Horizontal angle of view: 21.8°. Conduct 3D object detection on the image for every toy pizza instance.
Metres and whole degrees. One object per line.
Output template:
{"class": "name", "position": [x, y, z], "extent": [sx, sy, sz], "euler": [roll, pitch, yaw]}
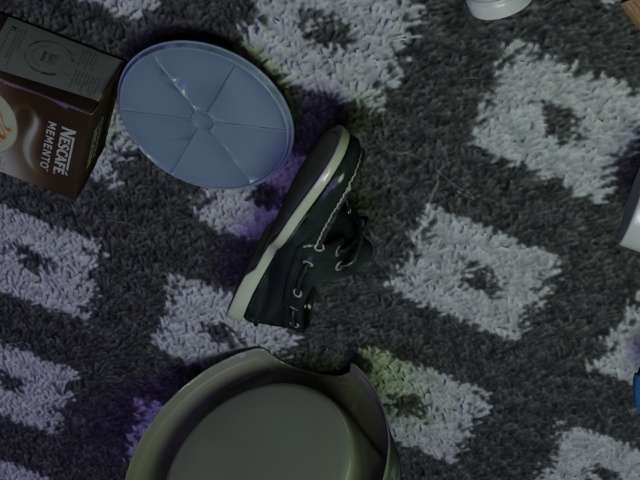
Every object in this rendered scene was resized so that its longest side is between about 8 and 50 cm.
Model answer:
{"class": "toy pizza", "position": [-0.122, -0.138, 1.799], "extent": [0.201, 0.032, 0.201], "euler": [11, 134, 12]}

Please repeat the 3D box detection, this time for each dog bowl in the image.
{"class": "dog bowl", "position": [-0.061, 0.294, 1.977], "extent": [0.349, 0.348, 0.102], "euler": [-7, 142, 25]}

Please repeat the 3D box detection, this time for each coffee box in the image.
{"class": "coffee box", "position": [-0.354, -0.163, 1.812], "extent": [0.247, 0.098, 0.141], "euler": [21, 135, 1]}

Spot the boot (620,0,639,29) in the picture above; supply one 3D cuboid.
{"class": "boot", "position": [0.298, -0.287, 1.330], "extent": [0.220, 0.109, 0.283], "euler": [-24, 124, 36]}

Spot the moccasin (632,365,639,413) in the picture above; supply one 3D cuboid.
{"class": "moccasin", "position": [0.514, 0.154, 1.788], "extent": [0.342, 0.117, 0.137], "euler": [13, 122, 15]}

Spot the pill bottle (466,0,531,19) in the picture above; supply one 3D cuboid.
{"class": "pill bottle", "position": [0.147, -0.283, 1.528], "extent": [0.086, 0.086, 0.152], "euler": [-5, 130, 24]}

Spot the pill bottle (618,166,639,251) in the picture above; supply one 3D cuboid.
{"class": "pill bottle", "position": [0.428, -0.007, 1.647], "extent": [0.246, 0.136, 0.136], "euler": [18, 135, 3]}

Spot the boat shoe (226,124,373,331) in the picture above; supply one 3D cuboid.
{"class": "boat shoe", "position": [-0.001, 0.003, 1.821], "extent": [0.113, 0.127, 0.340], "euler": [26, 136, -6]}
